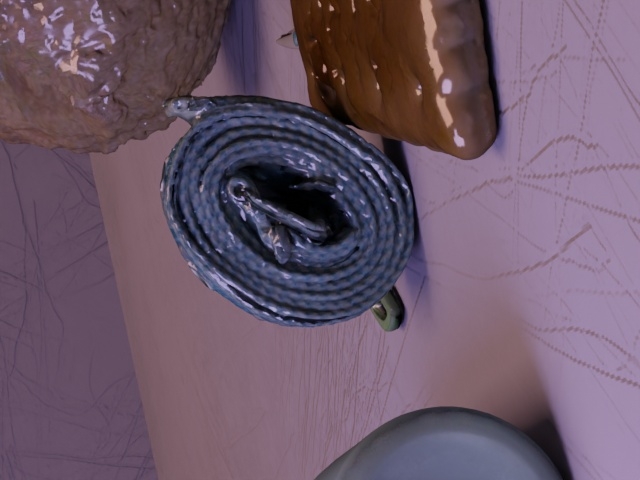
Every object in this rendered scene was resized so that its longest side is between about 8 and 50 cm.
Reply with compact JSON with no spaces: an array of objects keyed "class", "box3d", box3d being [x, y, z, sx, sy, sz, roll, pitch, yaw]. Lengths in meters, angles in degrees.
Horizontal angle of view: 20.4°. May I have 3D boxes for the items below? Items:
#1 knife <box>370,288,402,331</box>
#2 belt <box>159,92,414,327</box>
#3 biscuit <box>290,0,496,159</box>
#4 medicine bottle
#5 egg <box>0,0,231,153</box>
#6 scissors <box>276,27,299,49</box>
[{"class":"knife","box3d":[0.009,-0.016,1.329,0.293,0.020,0.043,-120,24,-54]},{"class":"belt","box3d":[-0.023,-0.019,1.146,0.082,0.163,0.148,179,95,-80]},{"class":"biscuit","box3d":[0.027,-0.163,1.076,0.325,0.044,0.217,-150,49,-73]},{"class":"medicine bottle","box3d":[0.053,0.179,1.023,0.225,0.139,0.139,124,134,-72]},{"class":"egg","box3d":[-0.209,-0.222,1.550,0.279,0.279,0.310,-120,41,-55]},{"class":"scissors","box3d":[-0.012,-0.149,1.318,0.119,0.014,0.058,-166,66,-72]}]
